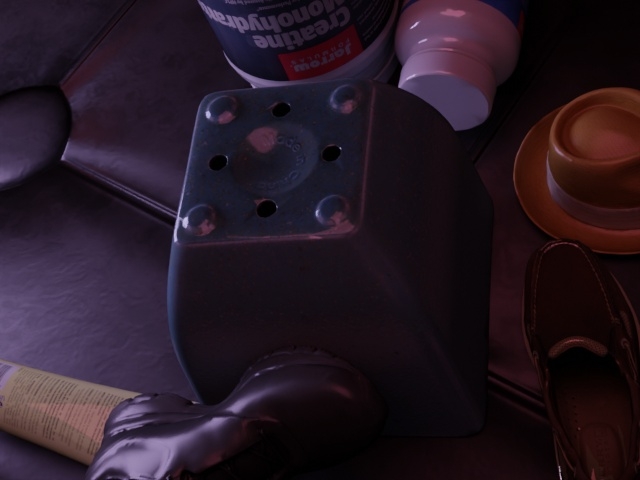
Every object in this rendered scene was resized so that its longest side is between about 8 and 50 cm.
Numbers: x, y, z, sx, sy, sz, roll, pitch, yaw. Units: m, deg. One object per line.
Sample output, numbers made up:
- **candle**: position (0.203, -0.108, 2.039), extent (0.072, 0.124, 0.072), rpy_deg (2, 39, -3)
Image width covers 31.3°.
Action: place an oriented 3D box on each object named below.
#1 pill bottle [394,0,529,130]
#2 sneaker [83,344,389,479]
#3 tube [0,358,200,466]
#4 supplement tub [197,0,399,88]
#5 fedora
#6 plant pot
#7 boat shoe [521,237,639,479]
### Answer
- **pill bottle**: position (0.141, -0.222, 1.122), extent (0.124, 0.124, 0.222), rpy_deg (3, 61, 21)
- **sneaker**: position (-0.073, 0.173, 0.883), extent (0.286, 0.109, 0.130), rpy_deg (-24, 23, 32)
- **tube**: position (-0.230, 0.163, 1.048), extent (0.240, 0.070, 0.062), rpy_deg (13, 20, 19)
- **supplement tub**: position (-0.031, -0.266, 1.116), extent (0.191, 0.272, 0.191), rpy_deg (-9, 56, 14)
- **fedora**: position (0.266, -0.079, 1.014), extent (0.194, 0.079, 0.194), rpy_deg (-8, 57, 13)
- **plant pot**: position (0.000, 0.000, 0.949), extent (0.247, 0.252, 0.247), rpy_deg (-3, 57, 17)
- **boat shoe**: position (0.215, 0.096, 0.908), extent (0.095, 0.095, 0.258), rpy_deg (-14, 55, 10)
